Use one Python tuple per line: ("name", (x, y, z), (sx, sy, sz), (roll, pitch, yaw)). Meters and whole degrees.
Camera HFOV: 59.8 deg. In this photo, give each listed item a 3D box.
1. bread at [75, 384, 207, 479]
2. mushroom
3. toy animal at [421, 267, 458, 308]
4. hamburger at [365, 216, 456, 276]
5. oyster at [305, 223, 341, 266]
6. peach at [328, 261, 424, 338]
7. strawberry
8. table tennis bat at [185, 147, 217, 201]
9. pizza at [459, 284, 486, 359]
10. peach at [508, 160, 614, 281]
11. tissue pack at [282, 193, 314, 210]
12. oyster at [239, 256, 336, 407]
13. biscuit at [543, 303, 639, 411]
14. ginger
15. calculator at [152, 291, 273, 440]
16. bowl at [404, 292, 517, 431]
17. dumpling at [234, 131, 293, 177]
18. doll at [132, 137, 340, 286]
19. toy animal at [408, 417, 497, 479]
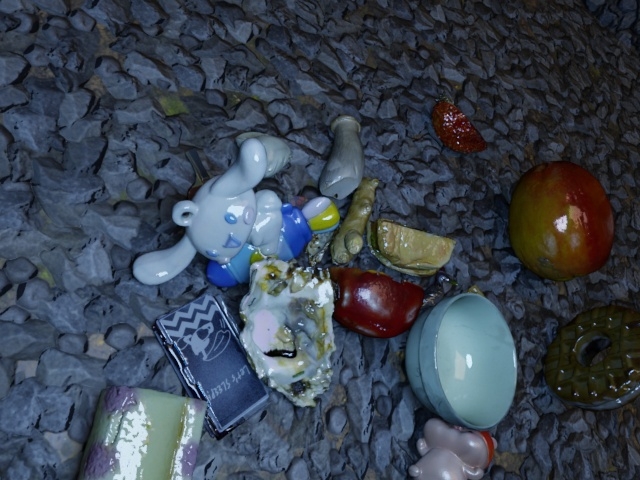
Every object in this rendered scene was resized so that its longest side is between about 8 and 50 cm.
("bread", (-0.320, 0.426, 0.932), (0.187, 0.155, 0.339), (25, 56, -30))
("mushroom", (0.065, -0.216, 1.479), (0.096, 0.108, 0.247), (53, 41, -55))
("toy animal", (0.300, 0.149, 1.484), (0.105, 0.070, 0.202), (26, 61, 2))
("hamburger", (0.236, 0.026, 1.473), (0.261, 0.124, 0.131), (15, 81, -21))
("oyster", (0.001, 0.000, 1.377), (0.132, 0.086, 0.029), (-47, 136, -3))
("peach", (0.147, 0.159, 1.328), (0.267, 0.158, 0.154), (19, 82, -32))
("strawberry", (0.422, -0.346, 1.754), (0.236, 0.106, 0.175), (48, 17, -7))
("table tennis bat", (-0.253, -0.111, 1.285), (0.130, 0.019, 0.221), (-24, 85, -36))
("pizza", (0.405, 0.278, 1.483), (0.226, 0.086, 0.336), (11, 66, -29))
("peach", (0.722, -0.064, 1.690), (0.372, 0.289, 0.373), (11, 70, -34))
("tissue pack", (-0.052, -0.078, 1.383), (0.083, 0.035, 0.063), (10, 65, -26))
("oyster", (-0.073, 0.193, 1.173), (0.201, 0.107, 0.355), (-8, 103, -18))
("biscuit", (0.774, 0.322, 1.543), (0.103, 0.332, 0.332), (40, 55, -17))
("ginger", (0.091, -0.062, 1.428), (0.065, 0.118, 0.299), (36, 48, -20))
("calculator", (-0.216, 0.250, 1.150), (0.165, 0.028, 0.274), (-27, 87, -40))
("bowl", (0.314, 0.280, 1.311), (0.307, 0.163, 0.307), (8, 77, -37))
("dumpling", (-0.148, -0.219, 1.348), (0.134, 0.100, 0.169), (41, 52, 5))
("doll", (-0.145, -0.009, 1.160), (0.365, 0.376, 0.187), (20, 53, -46))
("toy animal", (0.308, 0.499, 1.283), (0.171, 0.171, 0.198), (44, 58, -8))
